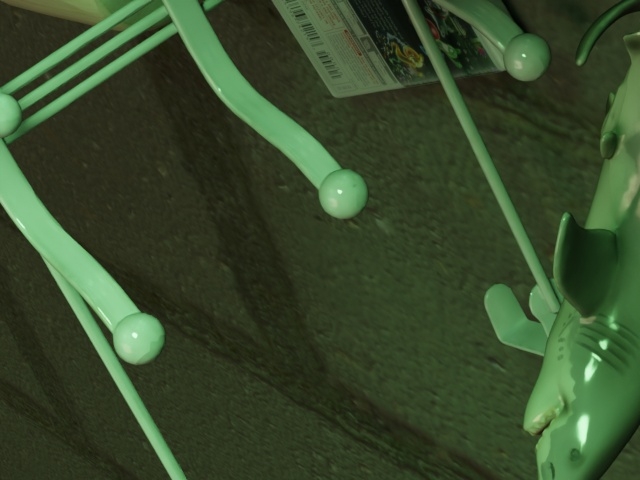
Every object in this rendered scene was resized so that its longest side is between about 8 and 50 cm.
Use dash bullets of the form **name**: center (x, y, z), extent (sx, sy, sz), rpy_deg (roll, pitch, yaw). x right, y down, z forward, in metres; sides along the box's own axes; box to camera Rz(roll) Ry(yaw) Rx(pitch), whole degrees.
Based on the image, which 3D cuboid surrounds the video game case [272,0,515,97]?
- **video game case**: center (0.005, -0.159, 0.960), extent (0.190, 0.022, 0.173), rpy_deg (57, 157, -15)

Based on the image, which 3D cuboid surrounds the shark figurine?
- **shark figurine**: center (0.165, -0.020, 0.828), extent (0.116, 0.166, 0.278), rpy_deg (16, 129, 12)

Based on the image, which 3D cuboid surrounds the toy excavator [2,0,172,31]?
- **toy excavator**: center (-0.202, -0.218, 0.739), extent (0.222, 0.445, 0.432), rpy_deg (17, 130, 33)

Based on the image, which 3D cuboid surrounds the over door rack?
- **over door rack**: center (0.000, 0.000, 0.880), extent (0.108, 0.239, 0.324), rpy_deg (30, 150, 50)
